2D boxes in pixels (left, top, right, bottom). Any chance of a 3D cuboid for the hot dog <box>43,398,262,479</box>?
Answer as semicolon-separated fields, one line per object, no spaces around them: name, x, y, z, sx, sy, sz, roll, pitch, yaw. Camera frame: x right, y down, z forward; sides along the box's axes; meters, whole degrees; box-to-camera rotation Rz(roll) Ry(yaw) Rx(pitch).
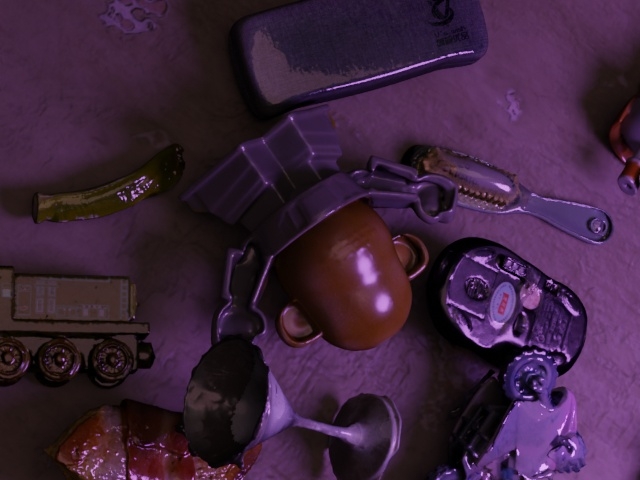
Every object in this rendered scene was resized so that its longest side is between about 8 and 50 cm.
hot dog;-0.200;0.251;1.786;0.261;0.093;0.123;15;69;-27

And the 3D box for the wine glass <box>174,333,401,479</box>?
wine glass;-0.027;0.207;1.777;0.232;0.156;0.156;21;75;-40

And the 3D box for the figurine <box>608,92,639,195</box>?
figurine;0.464;-0.172;2.002;0.143;0.143;0.271;26;78;-10

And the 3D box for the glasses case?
glasses case;0.048;-0.250;1.933;0.323;0.074;0.131;-17;88;-17

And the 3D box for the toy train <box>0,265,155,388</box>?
toy train;-0.303;0.099;1.782;0.225;0.090;0.137;2;78;-14

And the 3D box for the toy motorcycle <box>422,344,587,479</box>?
toy motorcycle;0.246;0.262;1.891;0.204;0.108;0.239;32;110;-34

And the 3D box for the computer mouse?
computer mouse;0.221;0.088;1.916;0.233;0.096;0.137;30;77;-21

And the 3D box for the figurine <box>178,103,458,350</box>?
figurine;-0.001;0.000;1.836;0.342;0.167;0.285;-37;84;4

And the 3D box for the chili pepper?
chili pepper;-0.247;-0.059;1.844;0.201;0.050;0.052;-20;124;-18

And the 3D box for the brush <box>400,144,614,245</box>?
brush;0.247;-0.061;1.964;0.297;0.060;0.068;18;75;-11
